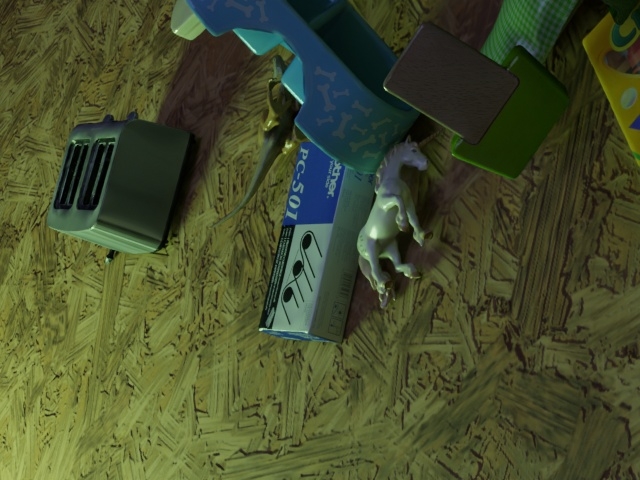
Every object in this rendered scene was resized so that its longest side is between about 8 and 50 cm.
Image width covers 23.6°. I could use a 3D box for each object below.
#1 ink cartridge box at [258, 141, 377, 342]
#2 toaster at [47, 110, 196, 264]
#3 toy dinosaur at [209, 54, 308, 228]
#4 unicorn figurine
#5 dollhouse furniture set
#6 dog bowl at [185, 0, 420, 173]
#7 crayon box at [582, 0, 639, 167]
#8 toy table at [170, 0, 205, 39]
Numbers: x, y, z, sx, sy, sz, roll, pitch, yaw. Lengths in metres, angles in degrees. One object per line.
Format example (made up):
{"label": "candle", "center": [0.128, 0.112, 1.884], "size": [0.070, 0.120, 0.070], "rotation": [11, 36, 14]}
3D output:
{"label": "ink cartridge box", "center": [0.000, 0.000, 1.586], "size": [0.097, 0.046, 0.207], "rotation": [-1, 73, 55]}
{"label": "toaster", "center": [-0.256, -0.067, 1.953], "size": [0.168, 0.110, 0.186], "rotation": [4, 78, 58]}
{"label": "toy dinosaur", "center": [-0.052, -0.111, 1.728], "size": [0.112, 0.064, 0.212], "rotation": [143, 147, -68]}
{"label": "unicorn figurine", "center": [0.073, -0.024, 1.474], "size": [0.162, 0.060, 0.111], "rotation": [-55, 36, 23]}
{"label": "dollhouse furniture set", "center": [0.140, -0.202, 1.268], "size": [0.198, 0.151, 0.301], "rotation": [-57, 7, 20]}
{"label": "dog bowl", "center": [-0.016, -0.201, 1.512], "size": [0.074, 0.297, 0.166], "rotation": [-42, 3, 26]}
{"label": "crayon box", "center": [0.317, -0.134, 1.135], "size": [0.203, 0.083, 0.323], "rotation": [-48, 38, 32]}
{"label": "toy table", "center": [-0.082, -0.343, 1.651], "size": [0.274, 0.252, 0.161], "rotation": [-46, 41, 48]}
